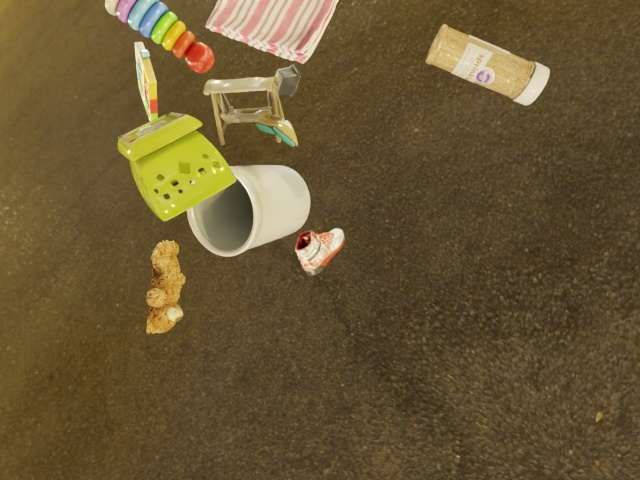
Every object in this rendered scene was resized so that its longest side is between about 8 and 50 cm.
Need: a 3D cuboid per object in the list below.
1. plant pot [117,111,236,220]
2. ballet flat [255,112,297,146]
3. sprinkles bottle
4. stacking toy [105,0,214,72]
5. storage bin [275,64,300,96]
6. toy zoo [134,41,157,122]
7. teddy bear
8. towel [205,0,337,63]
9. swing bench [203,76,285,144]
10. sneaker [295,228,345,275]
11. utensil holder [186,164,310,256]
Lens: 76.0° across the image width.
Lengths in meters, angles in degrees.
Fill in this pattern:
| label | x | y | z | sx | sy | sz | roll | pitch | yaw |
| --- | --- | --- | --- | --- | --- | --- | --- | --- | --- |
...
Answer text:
| label | x | y | z | sx | sy | sz | roll | pitch | yaw |
| --- | --- | --- | --- | --- | --- | --- | --- | --- | --- |
| plant pot | -0.399 | -0.214 | 1.102 | 0.228 | 0.207 | 0.227 | -35 | 34 | -19 |
| ballet flat | -0.147 | -0.409 | 1.474 | 0.232 | 0.080 | 0.073 | 34 | 81 | 34 |
| sprinkles bottle | 0.514 | -0.544 | 1.273 | 0.355 | 0.121 | 0.121 | 23 | 74 | 0 |
| stacking toy | -0.480 | -0.652 | 1.274 | 0.141 | 0.330 | 0.141 | -44 | 21 | 22 |
| storage bin | -0.167 | -0.741 | 1.897 | 0.098 | 0.091 | 0.135 | 58 | 144 | 18 |
| toy zoo | -0.675 | -0.618 | 1.592 | 0.030 | 0.293 | 0.192 | -16 | 75 | -25 |
| teddy bear | -0.546 | 0.163 | 1.471 | 0.113 | 0.245 | 0.338 | 3 | 73 | -10 |
| towel | -0.078 | -0.383 | 0.666 | 0.197 | 0.029 | 0.144 | 24 | 86 | 12 |
| swing bench | -0.286 | -0.526 | 1.606 | 0.253 | 0.254 | 0.165 | 0 | 51 | 5 |
| sneaker | 0.001 | 0.000 | 1.618 | 0.090 | 0.145 | 0.270 | -1 | 39 | 40 |
| utensil holder | -0.264 | -0.134 | 1.609 | 0.328 | 0.385 | 0.327 | 6 | 103 | 28 |
